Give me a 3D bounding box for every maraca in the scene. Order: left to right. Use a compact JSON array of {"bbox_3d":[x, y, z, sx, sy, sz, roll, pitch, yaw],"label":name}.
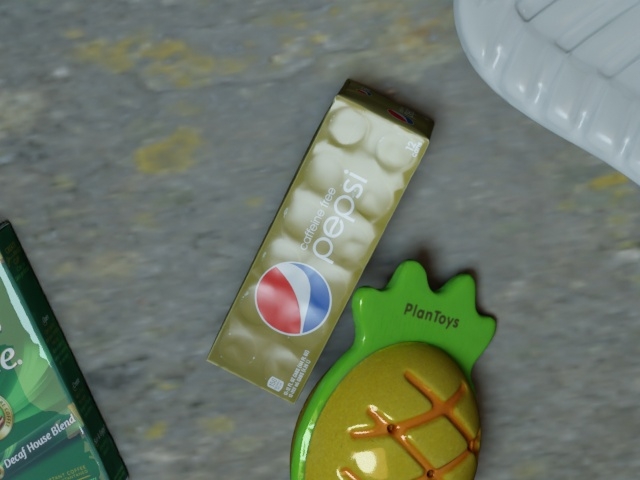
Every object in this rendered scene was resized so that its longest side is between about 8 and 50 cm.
[{"bbox_3d":[0.044,0.104,0.981,0.127,0.099,0.186,15,93,-37],"label":"maraca"}]

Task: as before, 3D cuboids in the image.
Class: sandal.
[{"bbox_3d":[0.259,-0.044,0.923,0.416,0.102,0.169,42,91,8],"label":"sandal"}]

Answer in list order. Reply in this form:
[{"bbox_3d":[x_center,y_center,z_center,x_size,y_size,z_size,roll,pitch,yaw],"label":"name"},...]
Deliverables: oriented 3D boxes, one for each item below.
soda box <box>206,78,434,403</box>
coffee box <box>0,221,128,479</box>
[{"bbox_3d":[0.000,0.000,0.979,0.061,0.058,0.181,27,106,0],"label":"soda box"},{"bbox_3d":[-0.209,0.093,1.037,0.113,0.040,0.184,-20,101,12],"label":"coffee box"}]
